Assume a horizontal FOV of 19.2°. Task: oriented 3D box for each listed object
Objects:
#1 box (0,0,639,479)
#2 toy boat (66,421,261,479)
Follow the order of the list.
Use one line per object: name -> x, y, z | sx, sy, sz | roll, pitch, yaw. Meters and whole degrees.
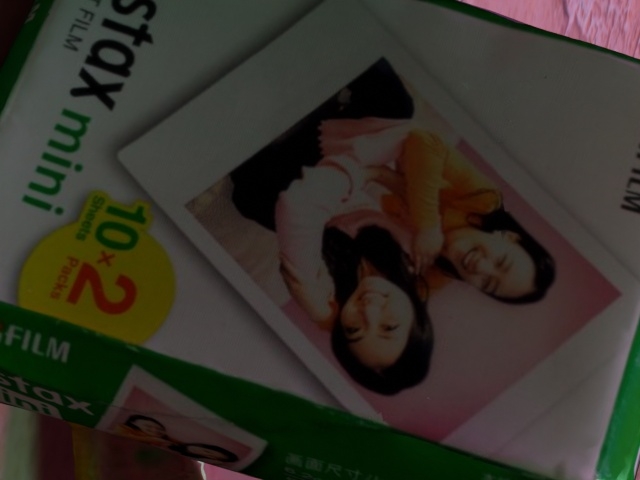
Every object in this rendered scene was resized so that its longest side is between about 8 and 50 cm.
box -> 0.000, 0.000, 0.653 | 0.103, 0.250, 0.180 | 96, 13, -65
toy boat -> -0.046, 0.041, 0.785 | 0.141, 0.099, 0.318 | -3, 106, -40
